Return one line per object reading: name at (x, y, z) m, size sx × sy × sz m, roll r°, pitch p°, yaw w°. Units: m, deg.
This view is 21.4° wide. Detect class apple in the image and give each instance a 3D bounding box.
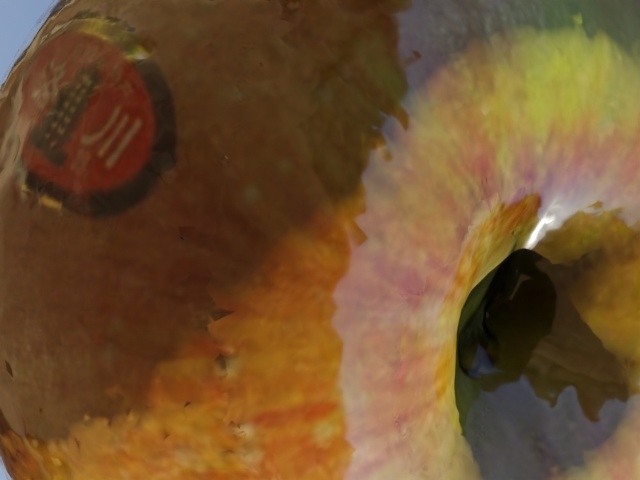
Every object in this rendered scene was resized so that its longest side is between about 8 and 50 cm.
apple at (0.010, 0.011, 0.829) m, size 0.333 × 0.400 × 0.400 m, roll 16°, pitch -72°, yaw 58°
